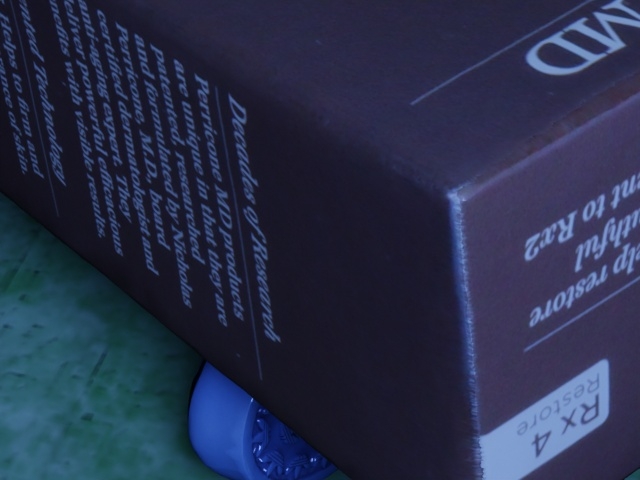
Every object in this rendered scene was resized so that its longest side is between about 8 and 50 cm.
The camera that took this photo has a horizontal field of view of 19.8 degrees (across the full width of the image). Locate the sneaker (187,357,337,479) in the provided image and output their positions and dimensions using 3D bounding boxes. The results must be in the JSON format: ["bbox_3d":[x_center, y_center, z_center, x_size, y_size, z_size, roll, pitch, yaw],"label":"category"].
[{"bbox_3d":[0.000,0.000,0.676,0.090,0.081,0.232,10,41,28],"label":"sneaker"}]

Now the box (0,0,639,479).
[{"bbox_3d":[-0.010,-0.079,0.603,0.191,0.143,0.381,-30,45,-27],"label":"box"}]
